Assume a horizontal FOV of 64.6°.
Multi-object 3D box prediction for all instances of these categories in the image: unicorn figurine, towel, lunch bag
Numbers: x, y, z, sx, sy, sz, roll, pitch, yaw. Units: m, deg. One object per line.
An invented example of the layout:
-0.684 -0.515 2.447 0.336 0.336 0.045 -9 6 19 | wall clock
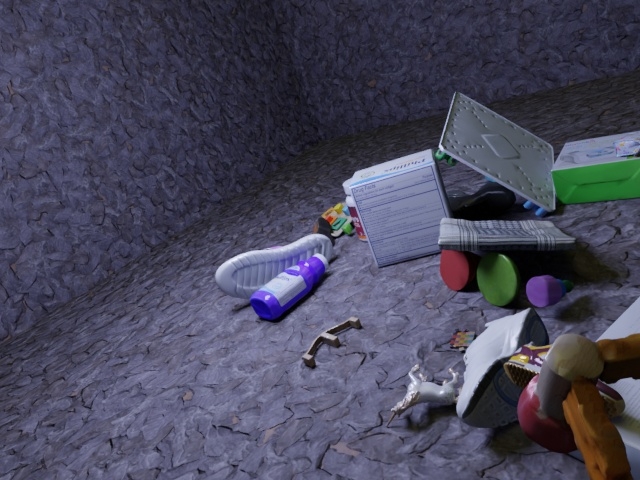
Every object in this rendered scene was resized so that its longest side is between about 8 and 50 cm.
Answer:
0.204 0.292 0.978 0.162 0.060 0.111 -13 22 24 | unicorn figurine
0.466 -0.023 1.307 0.312 0.056 0.324 0 8 16 | towel
0.860 -0.263 1.382 0.071 0.053 0.083 -29 12 -21 | lunch bag

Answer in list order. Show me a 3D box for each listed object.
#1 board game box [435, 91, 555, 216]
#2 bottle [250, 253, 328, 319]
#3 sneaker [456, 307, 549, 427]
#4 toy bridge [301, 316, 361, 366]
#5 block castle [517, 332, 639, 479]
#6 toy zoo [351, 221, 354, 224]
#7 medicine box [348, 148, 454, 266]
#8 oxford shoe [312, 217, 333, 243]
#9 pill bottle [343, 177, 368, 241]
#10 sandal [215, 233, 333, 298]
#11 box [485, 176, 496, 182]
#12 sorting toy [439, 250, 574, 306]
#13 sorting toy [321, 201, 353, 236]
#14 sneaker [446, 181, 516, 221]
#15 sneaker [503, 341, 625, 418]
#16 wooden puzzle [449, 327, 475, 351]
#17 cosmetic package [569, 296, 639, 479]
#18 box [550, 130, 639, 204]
0.565 -0.284 1.620 0.050 0.390 0.390 -59 3 45 | board game box
-0.088 0.139 1.611 0.283 0.092 0.118 -36 24 -35 | bottle
0.328 0.244 0.957 0.129 0.111 0.297 -23 9 48 | sneaker
0.024 0.254 1.305 0.188 0.026 0.063 -34 22 -31 | toy bridge
0.383 0.295 0.428 0.303 0.212 0.453 -11 48 7 | block castle
0.200 -0.124 2.078 0.192 0.030 0.293 -25 21 -10 | toy zoo
0.262 -0.097 1.572 0.264 0.289 0.149 -15 21 18 | medicine box
0.000 0.000 1.936 0.076 0.076 0.212 -58 14 30 | oxford shoe
0.162 -0.117 1.822 0.121 0.221 0.121 -19 20 7 | pill bottle
-0.155 0.086 1.727 0.416 0.169 0.102 -15 20 -20 | sandal
0.693 -0.243 1.840 0.101 0.060 0.244 -21 20 -2 | box
0.452 0.083 1.234 0.126 0.127 0.365 -5 10 -25 | sorting toy
0.074 -0.098 2.048 0.196 0.047 0.348 -44 23 -16 | sorting toy
0.499 -0.107 1.661 0.286 0.109 0.130 -11 27 50 | sneaker
0.374 0.198 0.768 0.084 0.069 0.185 -38 25 -23 | sneaker
0.316 0.221 1.125 0.049 0.006 0.083 -9 24 31 | wooden puzzle
0.564 0.216 0.756 0.377 0.097 0.284 -32 20 -24 | cosmetic package
0.863 -0.219 1.522 0.262 0.126 0.231 -4 29 41 | box
